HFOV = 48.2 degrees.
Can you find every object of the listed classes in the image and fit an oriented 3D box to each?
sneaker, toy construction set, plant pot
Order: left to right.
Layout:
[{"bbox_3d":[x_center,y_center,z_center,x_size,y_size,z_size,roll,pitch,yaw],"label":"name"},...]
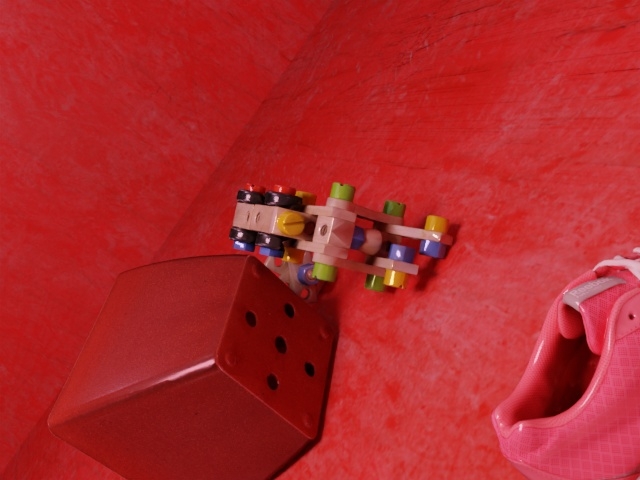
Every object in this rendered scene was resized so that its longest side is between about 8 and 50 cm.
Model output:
[{"bbox_3d":[-0.135,0.170,0.941,0.236,0.267,0.267,-26,33,31],"label":"plant pot"},{"bbox_3d":[0.000,0.000,0.971,0.328,0.215,0.151,-19,62,59],"label":"toy construction set"},{"bbox_3d":[0.237,0.051,0.492,0.313,0.136,0.116,-55,23,-3],"label":"sneaker"}]
